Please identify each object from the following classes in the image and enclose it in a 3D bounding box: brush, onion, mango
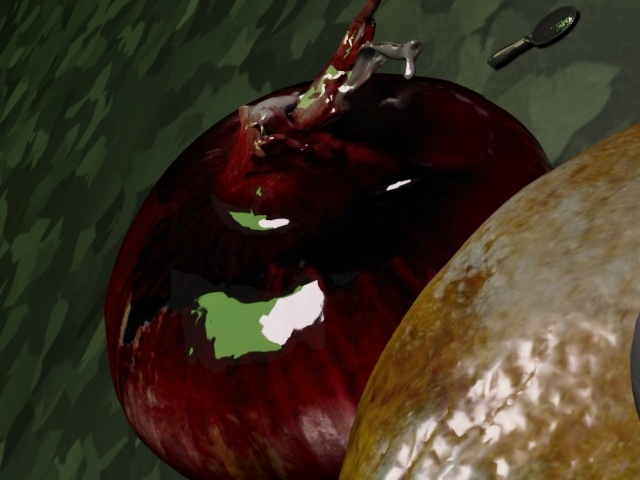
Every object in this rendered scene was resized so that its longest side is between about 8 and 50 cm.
[{"bbox_3d":[0.139,-0.133,0.945,0.083,0.008,0.024,-27,44,50],"label":"brush"},{"bbox_3d":[0.000,0.000,0.764,0.273,0.285,0.273,-12,41,11],"label":"onion"},{"bbox_3d":[0.136,0.046,0.492,0.316,0.146,0.193,-31,44,-15],"label":"mango"}]

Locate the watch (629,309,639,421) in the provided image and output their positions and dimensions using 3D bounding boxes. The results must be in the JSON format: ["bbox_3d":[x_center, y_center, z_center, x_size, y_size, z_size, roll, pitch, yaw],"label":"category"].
[{"bbox_3d":[0.234,0.083,0.248,0.327,0.335,0.314,122,158,-56],"label":"watch"}]
